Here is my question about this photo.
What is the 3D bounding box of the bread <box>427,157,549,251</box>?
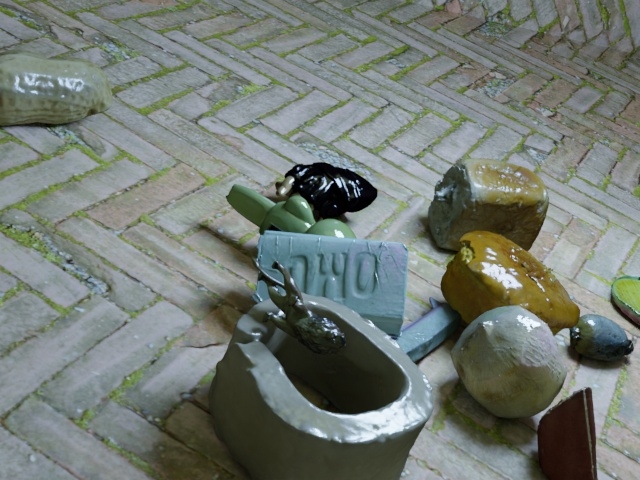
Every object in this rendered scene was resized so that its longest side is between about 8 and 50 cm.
[{"bbox_3d":[0.345,-0.081,2.225,0.246,0.196,0.176,8,36,-23],"label":"bread"}]

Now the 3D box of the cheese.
[{"bbox_3d":[-0.010,0.224,1.522,0.292,0.153,0.332,-8,38,-42],"label":"cheese"}]

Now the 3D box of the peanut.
[{"bbox_3d":[-0.561,-0.306,2.078,0.313,0.152,0.152,-6,38,-36],"label":"peanut"}]

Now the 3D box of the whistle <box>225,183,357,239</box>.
[{"bbox_3d":[-0.038,-0.015,1.926,0.294,0.141,0.141,41,35,27],"label":"whistle"}]

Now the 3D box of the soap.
[{"bbox_3d":[0.018,0.070,1.758,0.261,0.094,0.150,5,63,0],"label":"soap"}]

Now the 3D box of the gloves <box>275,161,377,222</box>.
[{"bbox_3d":[-0.005,-0.099,2.116,0.164,0.124,0.203,14,6,41],"label":"gloves"}]

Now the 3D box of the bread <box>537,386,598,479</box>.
[{"bbox_3d":[0.389,0.325,1.651,0.067,0.193,0.119,-7,2,-33],"label":"bread"}]

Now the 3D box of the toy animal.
[{"bbox_3d":[-0.048,0.093,1.504,0.086,0.069,0.220,18,25,-51],"label":"toy animal"}]

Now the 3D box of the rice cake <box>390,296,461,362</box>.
[{"bbox_3d":[0.166,0.168,1.839,0.081,0.051,0.290,34,30,20],"label":"rice cake"}]

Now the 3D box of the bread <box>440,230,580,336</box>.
[{"bbox_3d":[0.351,0.101,1.935,0.268,0.146,0.268,29,22,-13],"label":"bread"}]

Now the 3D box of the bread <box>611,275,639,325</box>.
[{"bbox_3d":[0.732,0.152,2.245,0.228,0.033,0.228,17,30,-10],"label":"bread"}]

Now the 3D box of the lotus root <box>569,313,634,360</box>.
[{"bbox_3d":[0.551,0.192,2.017,0.165,0.088,0.088,16,28,-29],"label":"lotus root"}]

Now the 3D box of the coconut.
[{"bbox_3d":[0.314,0.199,1.750,0.194,0.194,0.194,16,29,-9],"label":"coconut"}]
